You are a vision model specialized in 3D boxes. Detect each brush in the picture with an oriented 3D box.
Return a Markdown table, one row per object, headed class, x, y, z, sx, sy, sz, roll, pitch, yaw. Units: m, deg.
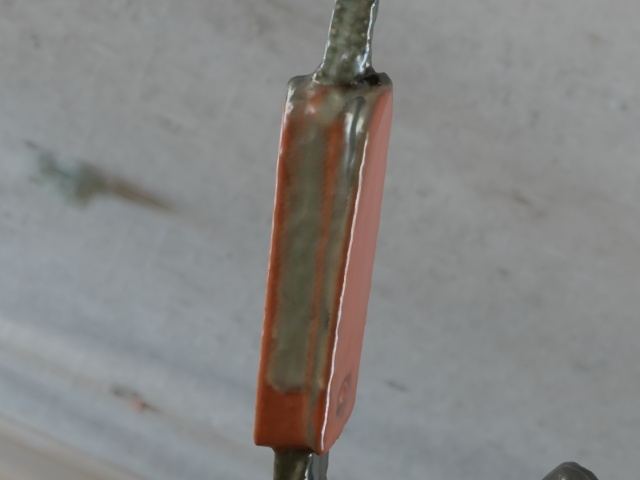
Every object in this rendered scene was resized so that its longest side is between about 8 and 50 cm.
| class | x | y | z | sx | sy | sz | roll | pitch | yaw |
| --- | --- | --- | --- | --- | --- | --- | --- | --- | --- |
| brush | -0.001 | 0.000 | 0.975 | 0.051 | 0.323 | 0.070 | 13 | -160 | 13 |

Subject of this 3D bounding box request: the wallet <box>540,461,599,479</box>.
| class | x | y | z | sx | sy | sz | roll | pitch | yaw |
| --- | --- | --- | --- | --- | --- | --- | --- | --- | --- |
| wallet | 0.070 | 0.337 | 1.112 | 0.228 | 0.406 | 0.062 | 46 | -176 | -2 |
